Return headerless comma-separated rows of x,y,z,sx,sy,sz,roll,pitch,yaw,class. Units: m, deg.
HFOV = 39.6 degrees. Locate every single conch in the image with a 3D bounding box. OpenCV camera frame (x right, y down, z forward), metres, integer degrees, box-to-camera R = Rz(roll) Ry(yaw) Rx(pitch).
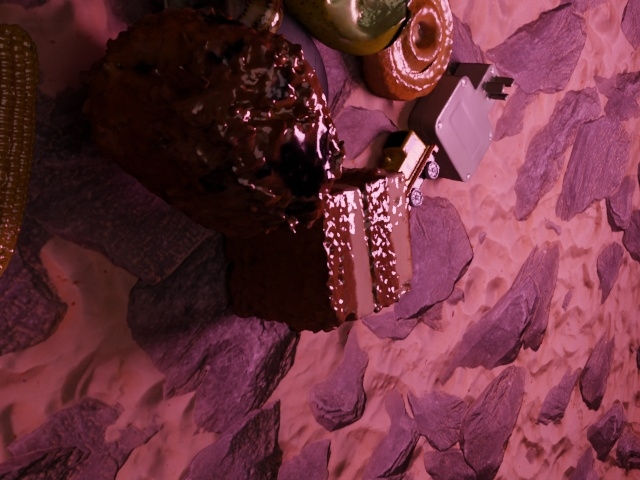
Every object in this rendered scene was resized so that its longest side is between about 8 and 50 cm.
-0.156,-0.380,1.467,0.187,0.124,0.181,-31,105,-7,conch

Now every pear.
0.039,-0.485,1.609,0.292,0.159,0.292,-10,116,-21,pear

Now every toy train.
0.181,-0.152,1.958,0.127,0.089,0.219,46,64,-33,toy train

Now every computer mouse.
-0.039,-0.297,1.665,0.379,0.090,0.167,46,65,-46,computer mouse

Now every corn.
-0.452,-0.120,1.189,0.131,0.131,0.345,1,99,-50,corn

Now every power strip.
0.349,-0.296,2.086,0.261,0.141,0.229,-59,137,-19,power strip

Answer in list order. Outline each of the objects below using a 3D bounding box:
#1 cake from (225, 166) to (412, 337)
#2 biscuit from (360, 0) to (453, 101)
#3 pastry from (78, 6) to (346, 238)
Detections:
0.000,0.000,1.653,0.290,0.255,0.282,-27,117,-48,cake
0.191,-0.442,1.896,0.296,0.102,0.296,-17,112,-49,biscuit
-0.139,-0.177,1.318,0.405,0.337,0.292,38,72,-22,pastry
